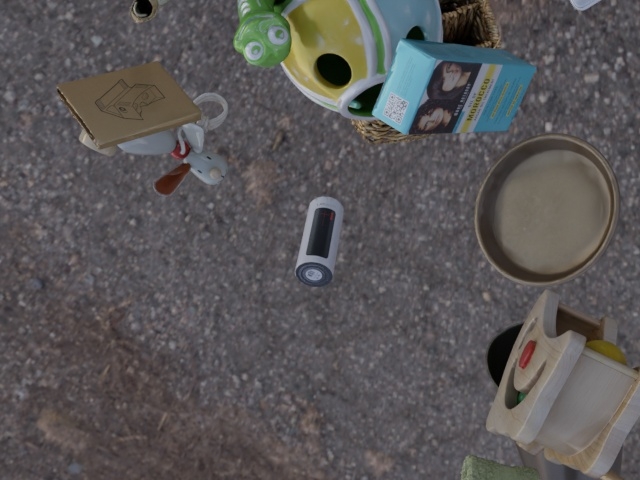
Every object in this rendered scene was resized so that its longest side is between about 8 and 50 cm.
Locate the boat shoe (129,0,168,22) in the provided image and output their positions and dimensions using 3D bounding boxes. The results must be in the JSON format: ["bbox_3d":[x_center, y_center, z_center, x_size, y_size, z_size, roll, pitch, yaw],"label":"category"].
[{"bbox_3d":[-0.320,-0.424,1.469,0.050,0.045,0.135,51,151,-14],"label":"boat shoe"}]

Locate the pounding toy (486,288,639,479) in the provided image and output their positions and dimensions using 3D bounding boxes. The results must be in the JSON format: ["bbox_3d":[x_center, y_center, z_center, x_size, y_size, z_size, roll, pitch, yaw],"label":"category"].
[{"bbox_3d":[0.258,0.142,0.764,0.155,0.154,0.269,25,172,5],"label":"pounding toy"}]

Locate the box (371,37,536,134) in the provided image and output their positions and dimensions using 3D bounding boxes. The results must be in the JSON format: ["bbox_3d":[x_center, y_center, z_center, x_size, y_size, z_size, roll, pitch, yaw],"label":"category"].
[{"bbox_3d":[0.177,-0.194,1.040,0.060,0.244,0.100,38,121,31],"label":"box"}]

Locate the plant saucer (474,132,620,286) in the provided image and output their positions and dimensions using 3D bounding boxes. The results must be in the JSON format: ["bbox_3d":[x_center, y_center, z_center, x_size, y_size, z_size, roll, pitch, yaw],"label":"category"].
[{"bbox_3d":[0.404,-0.053,1.454,0.278,0.277,0.041,-31,153,33],"label":"plant saucer"}]

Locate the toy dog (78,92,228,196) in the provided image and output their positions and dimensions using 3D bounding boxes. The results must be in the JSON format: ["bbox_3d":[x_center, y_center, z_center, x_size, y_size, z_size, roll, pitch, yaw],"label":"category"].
[{"bbox_3d":[-0.339,-0.210,1.742,0.334,0.161,0.220,4,112,-24],"label":"toy dog"}]

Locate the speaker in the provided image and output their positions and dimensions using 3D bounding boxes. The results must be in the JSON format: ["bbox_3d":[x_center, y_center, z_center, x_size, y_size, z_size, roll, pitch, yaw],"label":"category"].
[{"bbox_3d":[0.000,0.000,1.183,0.055,0.136,0.055,6,137,6],"label":"speaker"}]

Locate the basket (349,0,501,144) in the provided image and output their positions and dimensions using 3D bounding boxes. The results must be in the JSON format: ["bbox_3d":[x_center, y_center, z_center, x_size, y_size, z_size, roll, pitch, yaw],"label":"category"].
[{"bbox_3d":[0.187,-0.329,1.485,0.299,0.213,0.223,-23,155,-19],"label":"basket"}]

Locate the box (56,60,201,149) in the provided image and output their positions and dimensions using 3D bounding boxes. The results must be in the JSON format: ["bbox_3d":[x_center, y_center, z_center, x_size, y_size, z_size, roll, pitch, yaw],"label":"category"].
[{"bbox_3d":[-0.337,-0.243,1.438,0.164,0.201,0.021,49,144,27],"label":"box"}]

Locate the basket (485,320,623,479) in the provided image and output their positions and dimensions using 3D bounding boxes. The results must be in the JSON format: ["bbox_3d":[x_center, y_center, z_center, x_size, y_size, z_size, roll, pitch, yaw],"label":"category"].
[{"bbox_3d":[0.334,0.252,1.109,0.154,0.204,0.226,-31,124,-17],"label":"basket"}]

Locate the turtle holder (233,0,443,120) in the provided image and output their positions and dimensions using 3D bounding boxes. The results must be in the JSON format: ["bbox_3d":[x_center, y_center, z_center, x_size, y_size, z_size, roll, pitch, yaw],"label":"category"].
[{"bbox_3d":[0.041,-0.303,1.140,0.243,0.320,0.227,-24,74,19],"label":"turtle holder"}]

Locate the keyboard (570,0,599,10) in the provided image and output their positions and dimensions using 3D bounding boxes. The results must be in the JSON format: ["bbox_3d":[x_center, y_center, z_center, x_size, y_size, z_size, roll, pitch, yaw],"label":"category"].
[{"bbox_3d":[0.089,-0.235,0.370,0.072,0.014,0.256,-28,88,40],"label":"keyboard"}]

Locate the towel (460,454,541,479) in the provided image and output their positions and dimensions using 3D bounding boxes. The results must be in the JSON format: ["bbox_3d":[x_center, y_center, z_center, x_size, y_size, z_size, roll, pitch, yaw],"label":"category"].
[{"bbox_3d":[0.198,0.321,0.907,0.110,0.148,0.027,17,156,-19],"label":"towel"}]
